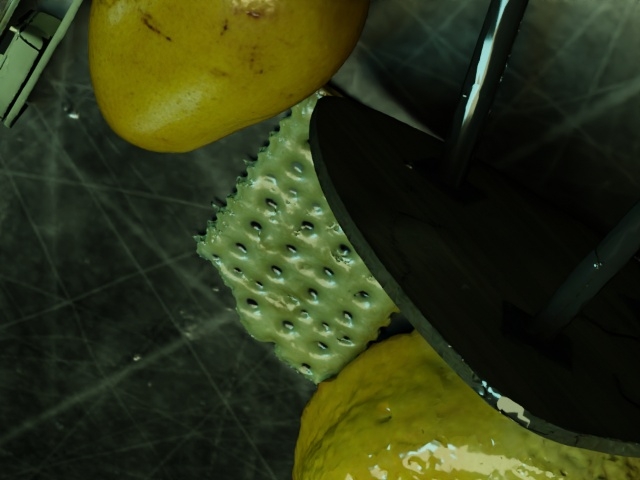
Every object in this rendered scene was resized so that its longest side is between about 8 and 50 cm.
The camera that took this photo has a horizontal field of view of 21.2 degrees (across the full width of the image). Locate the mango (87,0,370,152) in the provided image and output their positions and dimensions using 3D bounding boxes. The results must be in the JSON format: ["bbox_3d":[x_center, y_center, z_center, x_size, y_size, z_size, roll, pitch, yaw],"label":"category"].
[{"bbox_3d":[-0.061,-0.129,0.975,0.219,0.112,0.145,-39,83,37],"label":"mango"}]

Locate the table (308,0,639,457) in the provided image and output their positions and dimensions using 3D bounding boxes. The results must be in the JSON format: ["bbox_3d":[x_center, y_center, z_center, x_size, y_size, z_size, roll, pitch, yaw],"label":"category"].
[{"bbox_3d":[0.194,-0.065,0.902,0.317,0.317,0.249,31,111,-5],"label":"table"}]

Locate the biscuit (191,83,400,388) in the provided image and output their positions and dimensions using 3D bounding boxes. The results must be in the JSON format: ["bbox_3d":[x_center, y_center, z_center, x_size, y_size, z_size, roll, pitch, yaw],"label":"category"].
[{"bbox_3d":[0.000,-0.001,1.105,0.144,0.016,0.203,33,125,-7],"label":"biscuit"}]

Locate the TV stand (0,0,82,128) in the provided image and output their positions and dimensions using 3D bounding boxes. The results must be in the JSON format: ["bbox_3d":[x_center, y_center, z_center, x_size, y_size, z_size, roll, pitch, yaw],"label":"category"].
[{"bbox_3d":[-0.148,-0.171,1.024,0.042,0.036,0.249,33,125,-5],"label":"TV stand"}]

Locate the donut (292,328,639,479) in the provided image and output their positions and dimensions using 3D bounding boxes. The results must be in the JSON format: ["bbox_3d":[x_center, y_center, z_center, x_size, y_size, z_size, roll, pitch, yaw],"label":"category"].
[{"bbox_3d":[0.119,0.196,1.138,0.303,0.110,0.303,7,125,10],"label":"donut"}]
